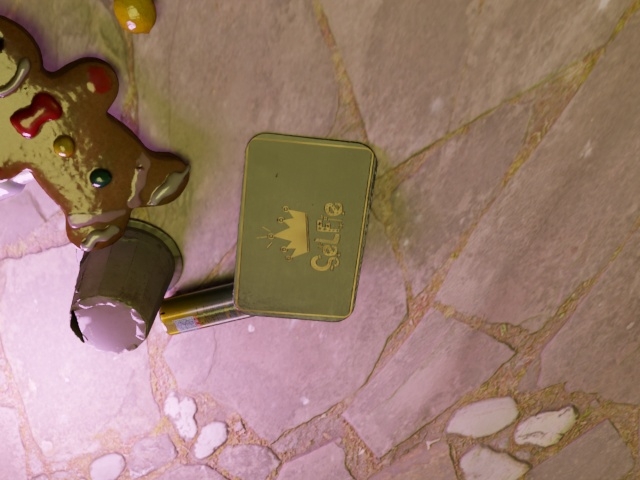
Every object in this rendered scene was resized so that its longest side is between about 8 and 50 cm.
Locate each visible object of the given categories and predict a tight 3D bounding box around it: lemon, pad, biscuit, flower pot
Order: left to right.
[{"bbox_3d":[-0.432,-0.172,1.067,0.283,0.064,0.432,-38,123,-4],"label":"biscuit"},{"bbox_3d":[-0.388,0.093,1.250,0.213,0.202,0.212,1,125,1],"label":"flower pot"},{"bbox_3d":[-0.284,-0.353,0.999,0.062,0.062,0.083,-18,126,11],"label":"lemon"},{"bbox_3d":[0.001,0.000,1.221,0.315,0.063,0.375,4,113,-7],"label":"pad"}]

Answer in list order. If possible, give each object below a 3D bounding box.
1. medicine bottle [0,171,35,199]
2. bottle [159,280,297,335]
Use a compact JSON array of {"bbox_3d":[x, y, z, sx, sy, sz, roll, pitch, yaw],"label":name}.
[{"bbox_3d":[-0.611,-0.104,1.155,0.260,0.095,0.095,-19,125,11],"label":"medicine bottle"},{"bbox_3d":[-0.185,0.127,1.351,0.286,0.082,0.082,-13,126,8],"label":"bottle"}]
